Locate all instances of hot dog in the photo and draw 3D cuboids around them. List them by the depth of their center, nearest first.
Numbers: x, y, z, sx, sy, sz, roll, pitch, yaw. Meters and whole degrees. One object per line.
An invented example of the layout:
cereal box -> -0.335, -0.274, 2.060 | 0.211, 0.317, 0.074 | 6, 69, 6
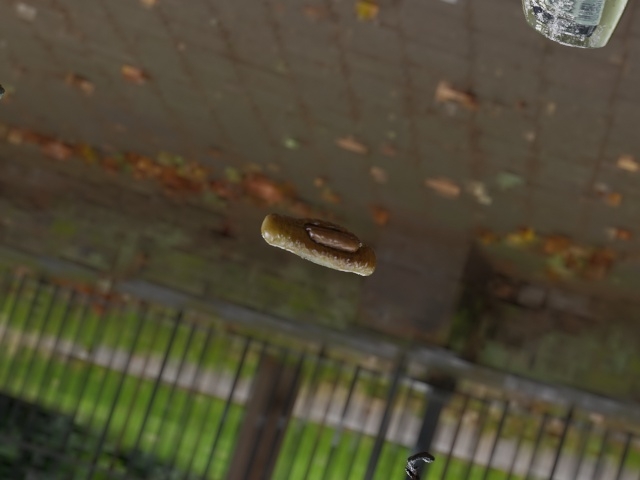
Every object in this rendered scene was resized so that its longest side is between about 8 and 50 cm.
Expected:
hot dog -> 0.001, 0.000, 1.752 | 0.137, 0.044, 0.028 | 19, 138, -34

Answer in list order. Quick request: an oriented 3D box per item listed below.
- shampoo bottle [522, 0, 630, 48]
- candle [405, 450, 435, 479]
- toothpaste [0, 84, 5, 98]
shampoo bottle -> 0.268, -0.311, 1.845 | 0.126, 0.084, 0.350 | 22, 161, 11
candle -> 0.040, 0.232, 1.430 | 0.021, 0.167, 0.026 | 43, 156, -23
toothpaste -> -0.335, -0.165, 1.671 | 0.038, 0.060, 0.233 | 25, -163, -37
